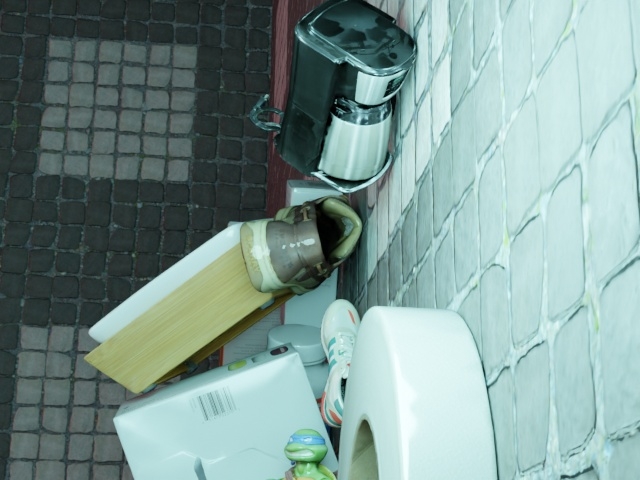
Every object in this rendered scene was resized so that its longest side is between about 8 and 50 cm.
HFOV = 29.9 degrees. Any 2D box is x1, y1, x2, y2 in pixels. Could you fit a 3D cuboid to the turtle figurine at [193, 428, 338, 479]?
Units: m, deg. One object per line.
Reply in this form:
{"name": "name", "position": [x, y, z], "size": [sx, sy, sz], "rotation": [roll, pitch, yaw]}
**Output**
{"name": "turtle figurine", "position": [-0.045, 0.369, 1.435], "size": [0.275, 0.198, 0.266], "rotation": [145, 122, -87]}

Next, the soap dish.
{"name": "soap dish", "position": [-0.159, 0.091, 1.668], "size": [0.118, 0.291, 0.229], "rotation": [56, -166, 6]}

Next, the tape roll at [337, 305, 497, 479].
{"name": "tape roll", "position": [0.067, 0.248, 0.987], "size": [0.392, 0.072, 0.392], "rotation": [-177, 90, -84]}

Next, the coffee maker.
{"name": "coffee maker", "position": [0.007, -0.162, 1.282], "size": [0.178, 0.171, 0.120], "rotation": [101, -174, -46]}

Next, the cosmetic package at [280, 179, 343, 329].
{"name": "cosmetic package", "position": [-0.017, 0.027, 1.860], "size": [0.117, 0.085, 0.231], "rotation": [-117, 31, -79]}

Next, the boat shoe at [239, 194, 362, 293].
{"name": "boat shoe", "position": [0.000, 0.000, 1.589], "size": [0.342, 0.123, 0.123], "rotation": [-4, -102, -75]}

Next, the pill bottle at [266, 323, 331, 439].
{"name": "pill bottle", "position": [-0.042, 0.244, 1.800], "size": [0.124, 0.124, 0.221], "rotation": [-105, 18, -71]}

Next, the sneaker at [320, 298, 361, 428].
{"name": "sneaker", "position": [0.037, 0.149, 1.477], "size": [0.075, 0.057, 0.161], "rotation": [153, 122, -64]}

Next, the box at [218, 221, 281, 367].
{"name": "box", "position": [-0.091, 0.169, 2.105], "size": [0.215, 0.168, 0.345], "rotation": [-97, 11, -59]}

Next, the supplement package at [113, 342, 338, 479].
{"name": "supplement package", "position": [-0.125, 0.282, 1.648], "size": [0.145, 0.262, 0.204], "rotation": [-178, 69, -84]}
